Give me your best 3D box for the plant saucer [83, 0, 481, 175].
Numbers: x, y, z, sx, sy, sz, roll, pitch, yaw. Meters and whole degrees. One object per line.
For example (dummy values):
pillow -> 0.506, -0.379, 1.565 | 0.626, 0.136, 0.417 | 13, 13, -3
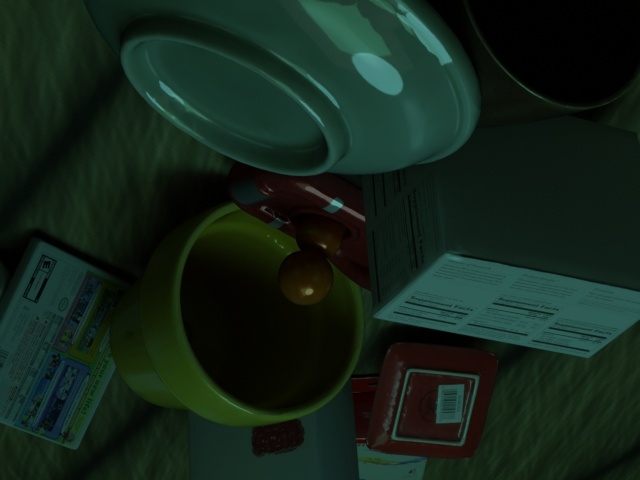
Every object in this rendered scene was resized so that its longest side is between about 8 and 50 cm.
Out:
plant saucer -> -0.060, -0.154, 1.500 | 0.400, 0.100, 0.400 | 23, 159, 9

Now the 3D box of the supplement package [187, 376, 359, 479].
supplement package -> -0.058, 0.263, 2.196 | 0.177, 0.293, 0.175 | -14, 149, 14

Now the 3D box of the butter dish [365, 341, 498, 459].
butter dish -> 0.138, 0.198, 2.296 | 0.160, 0.118, 0.160 | 7, 106, -15

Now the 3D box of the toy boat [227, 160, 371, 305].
toy boat -> 0.000, 0.000, 1.845 | 0.231, 0.151, 0.151 | 29, 157, -25

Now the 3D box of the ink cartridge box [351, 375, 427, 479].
ink cartridge box -> 0.085, 0.274, 2.444 | 0.134, 0.078, 0.231 | -2, 149, -4

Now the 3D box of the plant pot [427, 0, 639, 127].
plant pot -> 0.141, -0.187, 1.569 | 0.215, 0.215, 0.230 | 15, 157, -30

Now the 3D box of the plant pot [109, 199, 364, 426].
plant pot -> -0.117, 0.095, 1.978 | 0.254, 0.254, 0.239 | 16, 160, -31

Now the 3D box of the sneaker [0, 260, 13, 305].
sneaker -> -0.493, 0.135, 2.077 | 0.322, 0.130, 0.236 | -12, 144, 0

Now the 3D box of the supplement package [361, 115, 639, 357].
supplement package -> 0.192, -0.019, 1.753 | 0.262, 0.204, 0.145 | 12, 146, -26

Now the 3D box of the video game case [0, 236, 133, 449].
video game case -> -0.314, 0.124, 2.033 | 0.023, 0.212, 0.193 | 20, 173, 42
